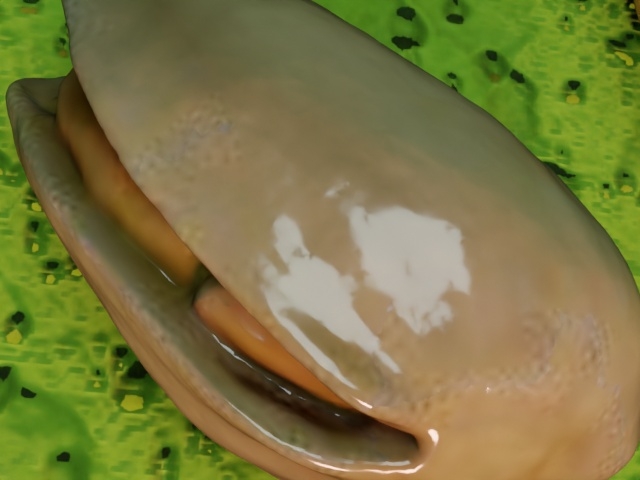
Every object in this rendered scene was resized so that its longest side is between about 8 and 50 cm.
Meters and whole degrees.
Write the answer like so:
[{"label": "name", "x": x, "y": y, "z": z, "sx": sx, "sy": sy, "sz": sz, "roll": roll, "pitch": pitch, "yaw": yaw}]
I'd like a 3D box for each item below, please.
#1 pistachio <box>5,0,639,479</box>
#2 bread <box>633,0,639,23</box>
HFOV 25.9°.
[{"label": "pistachio", "x": 0.000, "y": 0.000, "z": 0.424, "sx": 0.223, "sy": 0.126, "sz": 0.152, "roll": 37, "pitch": 33, "yaw": 8}, {"label": "bread", "x": 0.164, "y": -0.107, "z": 0.512, "sx": 0.102, "sy": 0.094, "sz": 0.245, "roll": -11, "pitch": 73, "yaw": -10}]
